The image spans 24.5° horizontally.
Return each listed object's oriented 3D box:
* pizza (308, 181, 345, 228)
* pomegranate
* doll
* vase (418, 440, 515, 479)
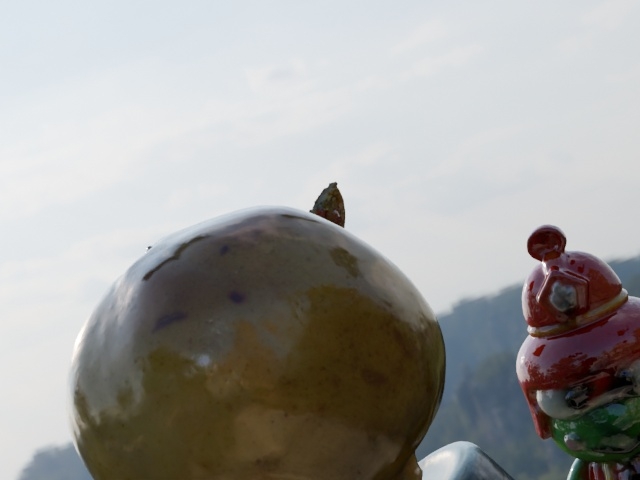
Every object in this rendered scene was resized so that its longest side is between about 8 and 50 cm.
[{"bbox_3d":[0.009,-0.004,1.680,0.100,0.029,0.099,-57,-28,-13],"label":"pizza"},{"bbox_3d":[-0.037,0.082,0.907,0.233,0.233,0.233,-20,-8,-3],"label":"pomegranate"},{"bbox_3d":[0.308,0.149,1.592,0.183,0.363,0.160,-21,10,19],"label":"doll"},{"bbox_3d":[0.166,0.330,1.262,0.245,0.291,0.245,-43,6,6],"label":"vase"}]
